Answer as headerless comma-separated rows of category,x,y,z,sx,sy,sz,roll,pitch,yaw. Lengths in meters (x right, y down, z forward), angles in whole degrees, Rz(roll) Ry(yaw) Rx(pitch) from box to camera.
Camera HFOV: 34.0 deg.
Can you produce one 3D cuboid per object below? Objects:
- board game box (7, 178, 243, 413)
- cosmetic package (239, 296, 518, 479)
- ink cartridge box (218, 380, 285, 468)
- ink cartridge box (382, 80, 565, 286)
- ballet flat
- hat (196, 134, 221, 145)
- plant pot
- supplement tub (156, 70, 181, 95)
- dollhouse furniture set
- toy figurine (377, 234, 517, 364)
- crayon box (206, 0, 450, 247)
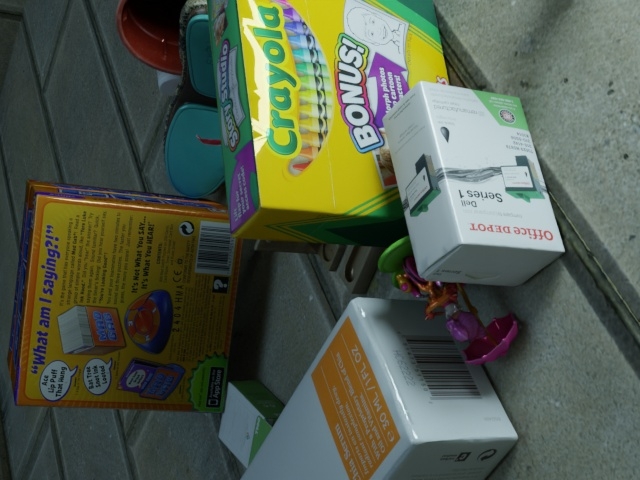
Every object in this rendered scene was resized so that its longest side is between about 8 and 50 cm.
board game box,-0.368,0.092,1.921,0.356,0.356,0.356,-157,74,-70
cosmetic package,0.051,0.310,1.418,0.453,0.161,0.230,-61,38,36
ink cartridge box,-0.098,0.327,1.770,0.209,0.062,0.109,31,113,57
ink cartridge box,0.180,-0.065,1.246,0.092,0.160,0.219,-44,51,49
ballet flat,-0.185,-0.285,1.895,0.483,0.164,0.182,105,179,-50
hat,-0.045,-0.133,1.585,0.208,0.184,0.173,-34,73,57
plant pot,-0.248,-0.499,1.970,0.272,0.272,0.265,-51,37,45
supplement tub,-0.316,-0.371,2.235,0.071,0.071,0.107,-42,52,50
dollhouse furniture set,0.000,0.000,1.583,0.151,0.123,0.144,56,133,47
toy figurine,0.168,0.076,1.272,0.130,0.173,0.159,-46,60,25
crayon box,0.023,-0.178,1.379,0.106,0.313,0.363,-37,55,52
